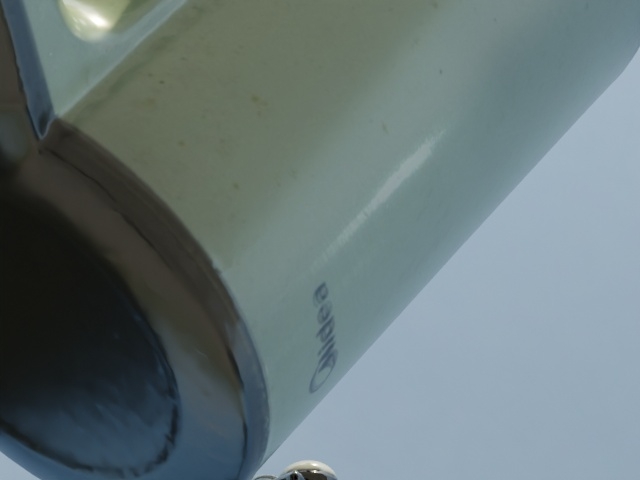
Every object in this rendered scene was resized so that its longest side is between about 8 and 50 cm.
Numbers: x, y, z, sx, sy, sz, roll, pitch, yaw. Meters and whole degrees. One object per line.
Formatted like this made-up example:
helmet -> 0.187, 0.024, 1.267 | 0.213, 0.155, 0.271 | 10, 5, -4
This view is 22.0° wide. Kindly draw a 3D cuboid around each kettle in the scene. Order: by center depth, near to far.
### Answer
kettle -> -0.028, -0.108, 0.762 | 0.250, 0.361, 0.376 | 20, -133, 25

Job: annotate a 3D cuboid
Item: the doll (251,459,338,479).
doll -> -0.007, 0.218, 1.227 | 0.091, 0.219, 0.067 | -15, -126, 22
